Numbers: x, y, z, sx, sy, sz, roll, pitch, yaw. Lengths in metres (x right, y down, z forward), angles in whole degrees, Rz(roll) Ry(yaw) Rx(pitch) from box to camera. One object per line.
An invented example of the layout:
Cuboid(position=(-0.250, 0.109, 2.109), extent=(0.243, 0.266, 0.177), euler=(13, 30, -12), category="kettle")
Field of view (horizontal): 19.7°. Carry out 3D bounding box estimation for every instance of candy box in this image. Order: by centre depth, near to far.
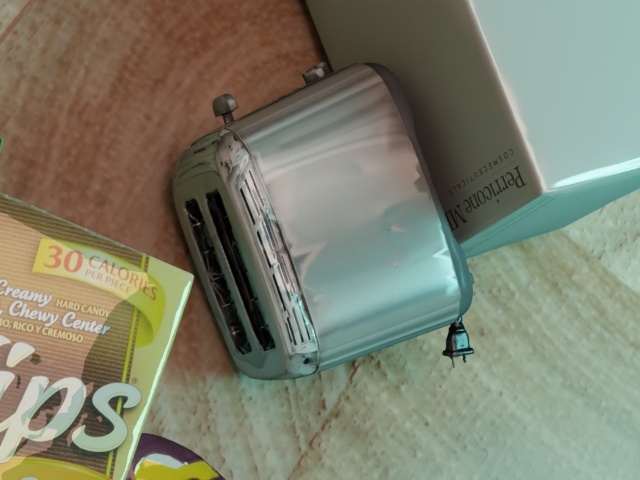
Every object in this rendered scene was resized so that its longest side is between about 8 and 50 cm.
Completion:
Cuboid(position=(-0.217, 0.135, 1.107), extent=(0.183, 0.087, 0.316), euler=(24, 73, -20), category="candy box")

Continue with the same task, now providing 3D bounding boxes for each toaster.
Cuboid(position=(0.000, 0.000, 1.239), extent=(0.146, 0.129, 0.227), euler=(-21, 93, -25), category="toaster")

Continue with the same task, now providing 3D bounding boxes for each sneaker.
Cuboid(position=(-0.058, 0.188, 1.182), extent=(0.185, 0.084, 0.069), euler=(43, 63, -10), category="sneaker")

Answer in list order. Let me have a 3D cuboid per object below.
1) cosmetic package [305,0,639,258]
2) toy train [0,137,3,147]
Cuboid(position=(0.100, -0.185, 1.287), extent=(0.155, 0.197, 0.365), euler=(-15, 78, -29), category="cosmetic package")
Cuboid(position=(-0.223, -0.031, 1.196), extent=(0.017, 0.024, 0.083), euler=(19, 69, -20), category="toy train")
